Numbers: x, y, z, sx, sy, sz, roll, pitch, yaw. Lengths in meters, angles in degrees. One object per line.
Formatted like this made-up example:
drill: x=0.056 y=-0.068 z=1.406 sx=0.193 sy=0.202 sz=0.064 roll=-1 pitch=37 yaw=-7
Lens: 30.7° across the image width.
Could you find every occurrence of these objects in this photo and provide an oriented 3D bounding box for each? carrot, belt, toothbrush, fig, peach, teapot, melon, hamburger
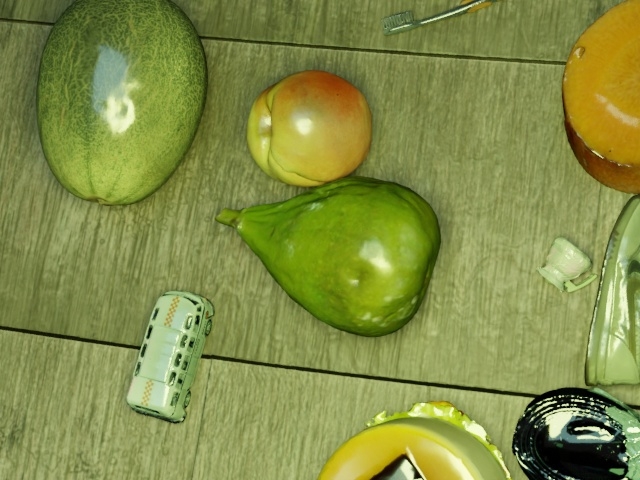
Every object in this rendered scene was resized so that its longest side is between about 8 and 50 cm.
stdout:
carrot: x=0.482 y=-0.218 z=1.659 sx=0.258 sy=0.100 sz=0.307 roll=39 pitch=85 yaw=13
belt: x=0.361 y=0.276 z=1.567 sx=0.198 sy=0.078 sz=0.151 roll=18 pitch=96 yaw=12
toothbrush: x=0.248 y=-0.367 z=1.772 sx=0.321 sy=0.023 sz=0.031 roll=-14 pitch=78 yaw=7
fig: x=0.029 y=-0.011 z=1.630 sx=0.233 sy=0.233 sz=0.314 roll=-44 pitch=69 yaw=-2
peach: x=-0.013 y=-0.163 z=1.696 sx=0.184 sy=0.184 sz=0.184 roll=-2 pitch=77 yaw=10
teapot: x=0.348 y=0.041 z=1.647 sx=0.083 sy=0.064 sz=0.064 roll=38 pitch=94 yaw=-15
melon: x=-0.294 y=-0.214 z=1.724 sx=0.249 sy=0.248 sz=0.329 roll=9 pitch=86 yaw=12
hamburger: x=0.122 y=0.368 z=1.549 sx=0.294 sy=0.179 sz=0.276 roll=-40 pitch=71 yaw=3

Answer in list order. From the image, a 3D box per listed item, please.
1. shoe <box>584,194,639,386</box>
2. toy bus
shoe: x=0.429 y=0.073 z=1.603 sx=0.098 sy=0.103 sz=0.274 roll=11 pitch=86 yaw=11
toy bus: x=-0.221 y=0.164 z=1.702 sx=0.087 sy=0.089 sz=0.193 roll=14 pitch=79 yaw=13
